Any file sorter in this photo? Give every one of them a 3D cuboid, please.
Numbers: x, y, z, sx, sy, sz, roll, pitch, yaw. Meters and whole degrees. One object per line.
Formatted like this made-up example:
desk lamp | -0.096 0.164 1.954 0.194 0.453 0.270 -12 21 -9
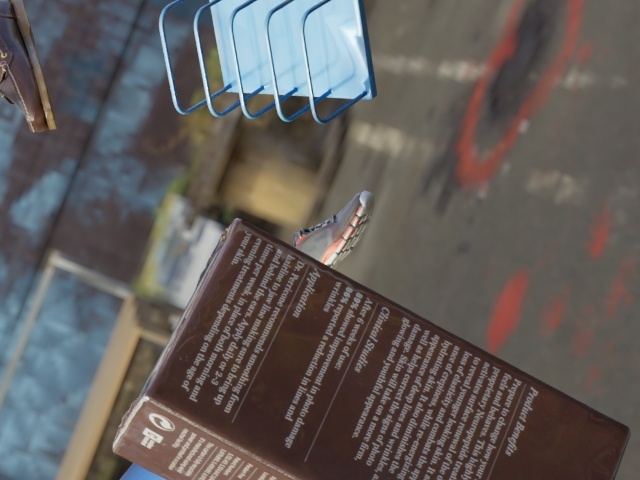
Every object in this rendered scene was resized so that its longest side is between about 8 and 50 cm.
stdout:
file sorter | -0.051 -0.178 1.841 0.104 0.170 0.118 -39 -53 -49

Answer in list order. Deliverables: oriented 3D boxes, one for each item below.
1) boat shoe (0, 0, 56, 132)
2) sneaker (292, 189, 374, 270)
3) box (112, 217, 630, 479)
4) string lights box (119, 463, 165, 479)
boat shoe | -0.359 -0.199 2.270 0.073 0.073 0.207 87 164 -49
sneaker | 0.000 0.000 2.232 0.158 0.065 0.061 -55 -14 10
box | 0.043 0.164 1.618 0.191 0.381 0.143 -63 3 -30
string lights box | -0.176 0.321 2.233 0.259 0.133 0.077 -51 37 12
